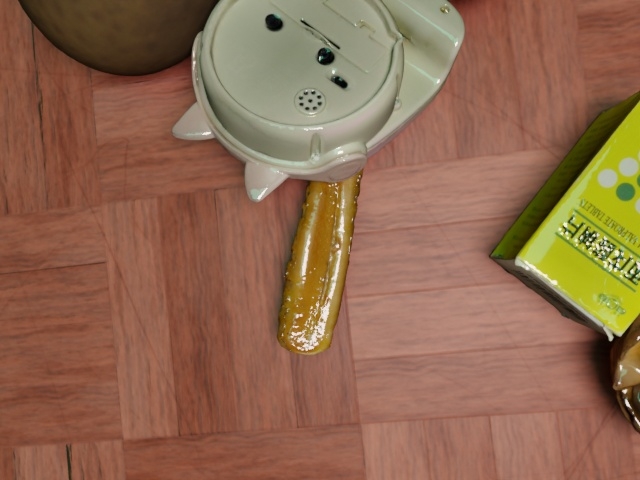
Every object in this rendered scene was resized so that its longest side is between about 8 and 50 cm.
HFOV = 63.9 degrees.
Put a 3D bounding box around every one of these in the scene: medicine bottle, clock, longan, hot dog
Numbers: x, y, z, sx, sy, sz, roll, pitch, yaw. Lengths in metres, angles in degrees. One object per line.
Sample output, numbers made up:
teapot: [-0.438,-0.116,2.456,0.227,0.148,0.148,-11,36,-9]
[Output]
medicine bottle: [0.331,-0.031,0.582,0.137,0.141,0.250,38,93,4]
clock: [-0.016,-0.201,0.603,0.265,0.108,0.324,39,75,8]
longan: [-0.238,-0.325,0.600,0.258,0.258,0.258,0,88,7]
hot dog: [0.001,0.000,0.658,0.083,0.068,0.289,13,85,-14]

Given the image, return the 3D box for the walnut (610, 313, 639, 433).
walnut: [0.428,0.141,0.566,0.238,0.141,0.204,44,105,1]
